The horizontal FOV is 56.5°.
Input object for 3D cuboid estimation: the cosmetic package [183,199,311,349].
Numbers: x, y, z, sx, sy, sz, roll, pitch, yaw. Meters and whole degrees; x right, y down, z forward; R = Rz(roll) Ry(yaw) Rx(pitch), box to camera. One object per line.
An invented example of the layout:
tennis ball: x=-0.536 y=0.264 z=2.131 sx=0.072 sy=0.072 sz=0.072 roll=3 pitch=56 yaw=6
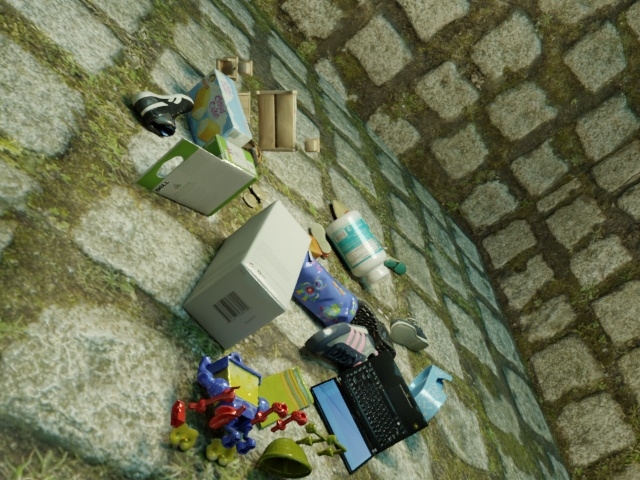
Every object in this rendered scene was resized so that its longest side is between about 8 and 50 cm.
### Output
cosmetic package: x=-0.163 y=0.068 z=1.443 sx=0.155 sy=0.197 sz=0.365 roll=49 pitch=24 yaw=-13

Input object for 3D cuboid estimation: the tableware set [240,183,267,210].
tableware set: x=-0.183 y=-0.108 z=1.887 sx=0.168 sy=0.020 sz=0.141 roll=52 pitch=20 yaw=-3

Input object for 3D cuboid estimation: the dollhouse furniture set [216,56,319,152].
dollhouse furniture set: x=-0.152 y=-0.456 z=1.991 sx=0.174 sy=0.355 sz=0.303 roll=-34 pitch=128 yaw=-67

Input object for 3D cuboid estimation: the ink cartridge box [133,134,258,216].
ink cartridge box: x=-0.315 y=-0.183 z=1.502 sx=0.255 sy=0.189 sz=0.097 roll=27 pitch=36 yaw=-49

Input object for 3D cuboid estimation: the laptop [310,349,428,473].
laptop: x=0.132 y=0.439 z=1.566 sx=0.234 sy=0.264 sz=0.136 roll=63 pitch=-13 yaw=14

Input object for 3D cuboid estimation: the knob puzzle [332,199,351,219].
knob puzzle: x=0.102 y=-0.080 z=2.407 sx=0.213 sy=0.030 sz=0.213 roll=43 pitch=25 yaw=-26

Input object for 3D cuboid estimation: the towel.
towel: x=-0.094 y=0.360 z=1.389 sx=0.102 sy=0.021 sz=0.237 roll=60 pitch=23 yaw=15

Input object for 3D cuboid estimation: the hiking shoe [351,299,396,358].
hiking shoe: x=0.168 y=0.292 z=1.962 sx=0.227 sy=0.086 sz=0.114 roll=59 pitch=8 yaw=-2

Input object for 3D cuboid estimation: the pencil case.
pencil case: x=-0.014 y=0.129 z=1.736 sx=0.306 sy=0.133 sz=0.119 roll=47 pitch=21 yaw=-20

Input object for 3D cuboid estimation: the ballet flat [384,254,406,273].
ballet flat: x=0.314 y=0.095 z=2.551 sx=0.168 sy=0.057 sz=0.052 roll=29 pitch=23 yaw=-47

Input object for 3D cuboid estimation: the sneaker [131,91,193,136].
sneaker: x=-0.425 y=-0.346 z=1.681 sx=0.217 sy=0.079 sz=0.121 roll=-15 pitch=74 yaw=-58

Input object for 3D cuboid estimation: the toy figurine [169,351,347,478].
toy figurine: x=-0.129 y=0.311 z=1.188 sx=0.362 sy=0.191 sz=0.217 roll=39 pitch=22 yaw=-37

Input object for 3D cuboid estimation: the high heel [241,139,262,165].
high heel: x=-0.259 y=-0.337 z=1.856 sx=0.261 sy=0.093 sz=0.186 roll=62 pitch=-18 yaw=5

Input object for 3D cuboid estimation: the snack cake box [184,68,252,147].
snack cake box: x=-0.319 y=-0.378 z=1.823 sx=0.089 sy=0.152 sz=0.264 roll=26 pitch=35 yaw=-50

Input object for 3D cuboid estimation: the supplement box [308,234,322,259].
supplement box: x=-0.099 y=0.009 z=1.811 sx=0.233 sy=0.080 sz=0.078 roll=20 pitch=37 yaw=-50

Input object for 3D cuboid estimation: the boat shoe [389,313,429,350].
boat shoe: x=0.319 y=0.328 z=2.169 sx=0.254 sy=0.095 sz=0.079 roll=33 pitch=32 yaw=-45

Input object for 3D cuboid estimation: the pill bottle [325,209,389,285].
pill bottle: x=0.143 y=0.031 z=2.175 sx=0.264 sy=0.146 sz=0.146 roll=58 pitch=22 yaw=6

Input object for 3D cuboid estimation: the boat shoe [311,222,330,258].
boat shoe: x=0.000 y=0.000 z=2.072 sx=0.043 sy=0.049 sz=0.137 roll=98 pitch=-27 yaw=-55

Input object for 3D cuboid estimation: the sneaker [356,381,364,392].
sneaker: x=0.142 y=0.428 z=1.715 sx=0.162 sy=0.063 sz=0.073 roll=2 pitch=62 yaw=-60

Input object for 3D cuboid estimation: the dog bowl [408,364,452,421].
dog bowl: x=0.321 y=0.488 z=1.871 sx=0.074 sy=0.166 sz=0.297 roll=45 pitch=21 yaw=6

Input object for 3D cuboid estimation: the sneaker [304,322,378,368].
sneaker: x=0.078 y=0.313 z=1.683 sx=0.319 sy=0.112 sz=0.131 roll=14 pitch=42 yaw=-56
